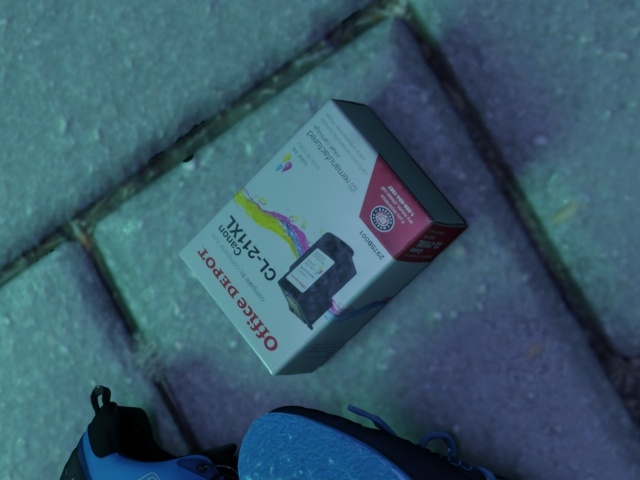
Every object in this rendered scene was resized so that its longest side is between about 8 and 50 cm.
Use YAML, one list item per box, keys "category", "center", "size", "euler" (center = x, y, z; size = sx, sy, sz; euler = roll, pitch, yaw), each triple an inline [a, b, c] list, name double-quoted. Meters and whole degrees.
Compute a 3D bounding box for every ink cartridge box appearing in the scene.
- category: "ink cartridge box"
  center: [0.000, 0.000, 1.372]
  size: [0.175, 0.072, 0.127]
  euler: [-45, 73, 18]

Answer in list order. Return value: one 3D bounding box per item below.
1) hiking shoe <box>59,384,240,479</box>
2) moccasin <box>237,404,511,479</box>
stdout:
- category: "hiking shoe"
  center: [-0.078, 0.224, 1.386]
  size: [0.304, 0.113, 0.132]
  euler: [22, 94, 21]
- category: "moccasin"
  center: [0.098, 0.226, 1.305]
  size: [0.342, 0.117, 0.137]
  euler: [33, 114, 18]
